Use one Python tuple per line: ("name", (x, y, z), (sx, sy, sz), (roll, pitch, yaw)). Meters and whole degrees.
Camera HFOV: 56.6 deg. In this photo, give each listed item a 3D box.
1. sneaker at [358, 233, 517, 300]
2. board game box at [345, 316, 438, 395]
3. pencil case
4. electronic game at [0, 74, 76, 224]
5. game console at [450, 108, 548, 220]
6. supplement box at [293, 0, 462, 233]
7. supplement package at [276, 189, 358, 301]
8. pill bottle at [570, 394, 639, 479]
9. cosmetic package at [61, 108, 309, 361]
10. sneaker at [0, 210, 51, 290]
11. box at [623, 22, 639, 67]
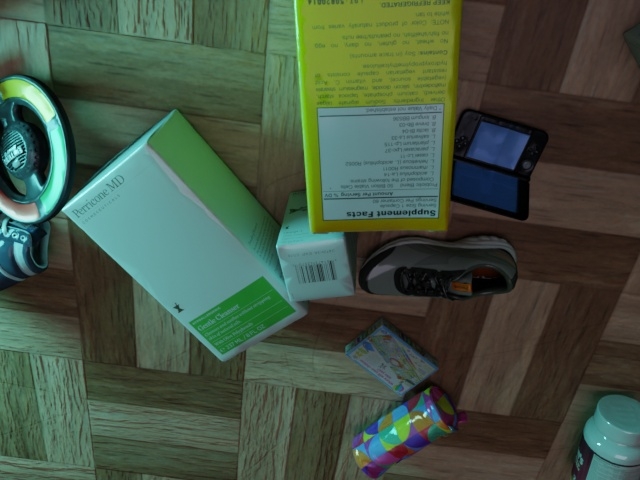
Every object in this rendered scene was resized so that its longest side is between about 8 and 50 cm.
("sneaker", (0.197, 0.054, 1.005), (0.271, 0.108, 0.100), (-7, 121, 9))
("board game box", (0.139, 0.228, 1.154), (0.154, 0.026, 0.103), (39, 115, -18))
("pencil case", (0.175, 0.392, 1.207), (0.236, 0.104, 0.104), (-38, 111, 24))
("electronic game", (-0.460, -0.138, 0.920), (0.229, 0.048, 0.229), (5, 101, 28))
("game console", (0.270, -0.117, 0.912), (0.144, 0.085, 0.124), (15, 120, -5))
("supplement box", (0.076, -0.208, 0.811), (0.194, 0.195, 0.357), (0, 119, 4))
("supplement package", (0.000, 0.000, 0.943), (0.105, 0.179, 0.105), (-8, 119, 8))
("pill bottle", (0.580, 0.422, 1.181), (0.121, 0.121, 0.221), (1, 120, 3))
("cosmetic package", (-0.198, -0.001, 0.972), (0.197, 0.155, 0.365), (-33, 114, 21))
("sneaker", (-0.568, -0.049, 1.005), (0.153, 0.099, 0.282), (-16, 112, 4))
("box", (0.489, -0.257, 0.807), (0.087, 0.101, 0.102), (-33, 111, 21))
